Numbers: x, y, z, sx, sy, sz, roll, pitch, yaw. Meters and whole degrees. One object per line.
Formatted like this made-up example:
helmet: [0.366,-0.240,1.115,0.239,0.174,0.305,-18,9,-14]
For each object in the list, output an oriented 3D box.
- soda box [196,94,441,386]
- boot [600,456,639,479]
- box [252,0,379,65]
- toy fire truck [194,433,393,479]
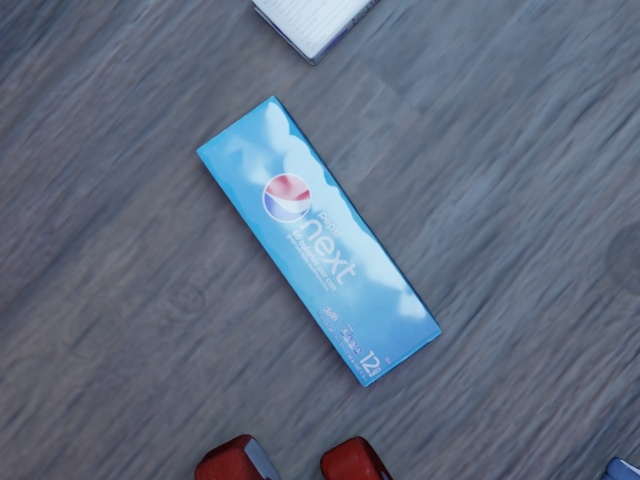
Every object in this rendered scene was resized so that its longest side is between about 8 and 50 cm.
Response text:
soda box: [0.000,0.000,1.253,0.071,0.067,0.210,-35,91,2]
boot: [0.277,0.235,1.251,0.190,0.069,0.086,27,96,2]
box: [0.086,-0.263,1.242,0.067,0.063,0.324,44,93,1]
toy fire truck: [0.007,0.277,1.170,0.169,0.254,0.302,-30,91,3]
